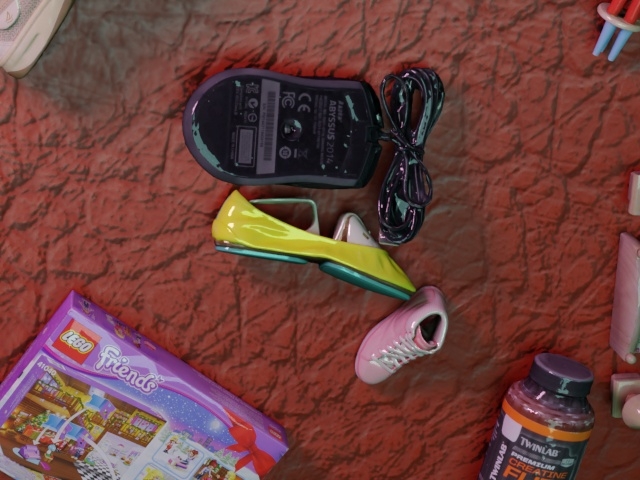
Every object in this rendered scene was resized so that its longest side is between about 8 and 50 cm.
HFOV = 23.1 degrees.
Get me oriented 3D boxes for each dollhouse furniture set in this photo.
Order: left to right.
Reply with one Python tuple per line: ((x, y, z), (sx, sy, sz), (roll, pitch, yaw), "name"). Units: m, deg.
((0.490, 0.110, 1.708), (0.303, 0.174, 0.356), (-2, 110, -8), "dollhouse furniture set")

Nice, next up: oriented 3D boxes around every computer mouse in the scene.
((-0.016, -0.103, 1.615), (0.272, 0.072, 0.189), (8, 91, -17), "computer mouse")

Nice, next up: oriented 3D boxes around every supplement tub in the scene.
((0.243, 0.228, 1.752), (0.106, 0.106, 0.198), (12, 107, -12), "supplement tub")

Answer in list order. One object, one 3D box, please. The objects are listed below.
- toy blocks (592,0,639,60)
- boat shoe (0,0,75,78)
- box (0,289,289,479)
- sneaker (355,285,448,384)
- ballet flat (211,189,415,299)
((0.354, -0.248, 1.625), (0.123, 0.054, 0.148), (10, 123, -23), "toy blocks")
((-0.252, -0.300, 1.498), (0.098, 0.109, 0.302), (30, 108, -18), "boat shoe")
((-0.209, 0.216, 1.711), (0.293, 0.057, 0.201), (36, 102, -18), "box")
((0.090, 0.113, 1.709), (0.051, 0.070, 0.134), (38, 102, -20), "sneaker")
((0.000, 0.000, 1.659), (0.231, 0.077, 0.077), (15, 84, -11), "ballet flat")
